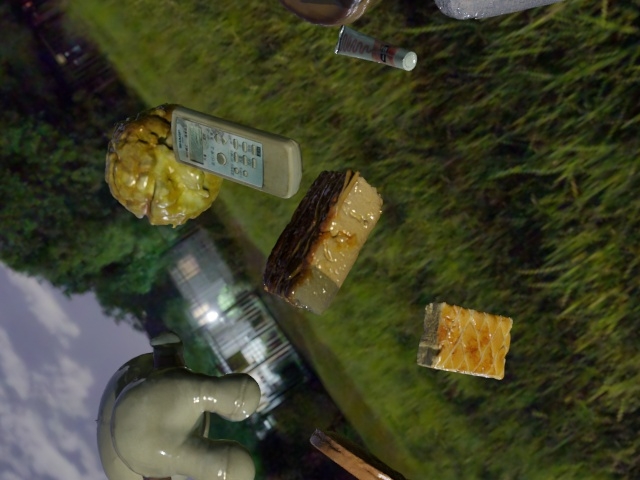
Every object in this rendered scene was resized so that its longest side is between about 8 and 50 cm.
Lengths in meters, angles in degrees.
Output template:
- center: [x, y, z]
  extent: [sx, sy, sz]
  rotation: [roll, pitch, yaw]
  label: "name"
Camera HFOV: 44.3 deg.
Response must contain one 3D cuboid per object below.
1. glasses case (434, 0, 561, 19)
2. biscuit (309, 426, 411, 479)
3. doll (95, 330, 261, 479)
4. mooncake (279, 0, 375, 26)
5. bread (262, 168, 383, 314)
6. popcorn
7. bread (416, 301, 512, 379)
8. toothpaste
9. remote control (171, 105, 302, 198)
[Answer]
- center: [0.247, -0.331, 0.926]
  extent: [0.067, 0.282, 0.109]
  rotation: [39, 140, 46]
  label: "glasses case"
- center: [0.102, 0.356, 1.155]
  extent: [0.289, 0.044, 0.202]
  rotation: [37, 169, -25]
  label: "biscuit"
- center: [-0.151, 0.164, 0.718]
  extent: [0.275, 0.113, 0.154]
  rotation: [-19, 63, 60]
  label: "doll"
- center: [0.005, -0.683, 1.733]
  extent: [0.394, 0.246, 0.393]
  rotation: [35, 148, 23]
  label: "mooncake"
- center: [0.000, 0.000, 1.527]
  extent: [0.114, 0.274, 0.185]
  rotation: [31, 173, -21]
  label: "bread"
- center: [-0.366, -0.169, 1.817]
  extent: [0.282, 0.282, 0.247]
  rotation: [54, 145, 33]
  label: "popcorn"
- center: [0.280, 0.192, 1.506]
  extent: [0.188, 0.125, 0.068]
  rotation: [14, 172, -31]
  label: "bread"
- center: [0.096, -0.354, 1.454]
  extent: [0.036, 0.056, 0.205]
  rotation: [5, -162, -42]
  label: "toothpaste"
- center: [-0.135, -0.139, 1.233]
  extent: [0.234, 0.038, 0.098]
  rotation: [20, 127, 24]
  label: "remote control"
